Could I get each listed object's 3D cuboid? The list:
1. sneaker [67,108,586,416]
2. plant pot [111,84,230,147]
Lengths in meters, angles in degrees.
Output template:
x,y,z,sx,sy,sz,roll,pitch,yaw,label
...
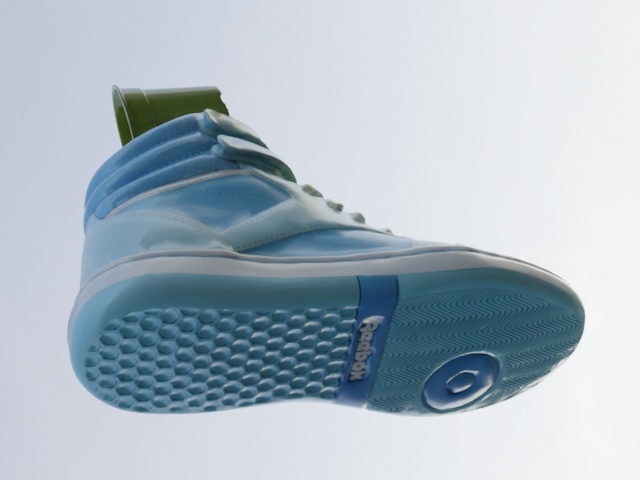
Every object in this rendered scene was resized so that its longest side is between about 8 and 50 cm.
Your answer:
x,y,z,sx,sy,sz,roll,pitch,yaw,label
0.000,0.000,0.644,0.318,0.127,0.208,5,-143,-22,sneaker
-0.112,-0.087,0.788,0.079,0.083,0.083,-14,-95,-17,plant pot
